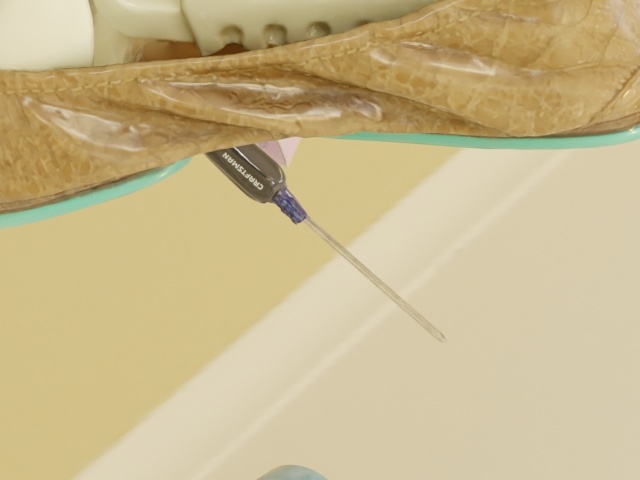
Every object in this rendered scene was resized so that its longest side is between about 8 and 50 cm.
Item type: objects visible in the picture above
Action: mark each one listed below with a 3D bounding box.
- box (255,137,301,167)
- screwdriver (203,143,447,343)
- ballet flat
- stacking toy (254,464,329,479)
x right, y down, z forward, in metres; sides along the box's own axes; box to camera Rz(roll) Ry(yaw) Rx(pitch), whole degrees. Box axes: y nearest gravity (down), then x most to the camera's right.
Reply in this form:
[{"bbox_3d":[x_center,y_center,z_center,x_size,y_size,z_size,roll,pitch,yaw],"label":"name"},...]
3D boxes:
[{"bbox_3d":[-0.099,-0.214,1.363,0.243,0.117,0.213,22,-99,8],"label":"box"},{"bbox_3d":[0.000,0.000,0.803,0.025,0.170,0.024,-45,-173,-12],"label":"screwdriver"},{"bbox_3d":[-0.039,-0.083,0.559,0.342,0.124,0.116,-5,-144,9],"label":"ballet flat"},{"bbox_3d":[0.018,0.336,1.204,0.309,0.279,0.130,35,-148,31],"label":"stacking toy"}]
